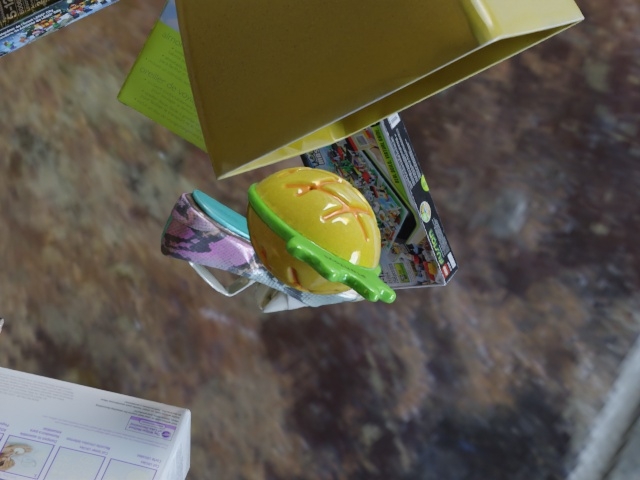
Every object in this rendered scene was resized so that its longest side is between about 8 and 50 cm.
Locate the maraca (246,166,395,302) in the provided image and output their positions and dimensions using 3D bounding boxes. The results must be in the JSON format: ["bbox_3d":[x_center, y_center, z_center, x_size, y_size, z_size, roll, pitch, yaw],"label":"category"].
[{"bbox_3d":[0.000,0.000,1.512,0.127,0.185,0.099,23,105,-25],"label":"maraca"}]

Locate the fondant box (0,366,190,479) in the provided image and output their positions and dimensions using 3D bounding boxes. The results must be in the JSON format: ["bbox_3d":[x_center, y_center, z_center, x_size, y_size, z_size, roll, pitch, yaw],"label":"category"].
[{"bbox_3d":[-0.293,0.290,1.867,0.238,0.330,0.096,12,130,8],"label":"fondant box"}]

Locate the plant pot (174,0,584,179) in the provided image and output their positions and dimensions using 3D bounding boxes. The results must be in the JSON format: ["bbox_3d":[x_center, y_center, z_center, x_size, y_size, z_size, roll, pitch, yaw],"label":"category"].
[{"bbox_3d":[0.018,-0.178,1.205,0.212,0.212,0.187,-26,89,25],"label":"plant pot"}]

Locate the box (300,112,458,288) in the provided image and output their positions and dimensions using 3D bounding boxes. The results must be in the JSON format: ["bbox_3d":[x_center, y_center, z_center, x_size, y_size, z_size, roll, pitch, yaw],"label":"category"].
[{"bbox_3d":[0.054,-0.046,1.851,0.114,0.036,0.207,-6,117,35],"label":"box"}]

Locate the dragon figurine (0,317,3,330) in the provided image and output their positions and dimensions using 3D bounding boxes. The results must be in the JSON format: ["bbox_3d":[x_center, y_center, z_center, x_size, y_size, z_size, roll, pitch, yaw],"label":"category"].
[{"bbox_3d":[-0.292,0.102,1.250,0.085,0.144,0.289,4,95,-35],"label":"dragon figurine"}]

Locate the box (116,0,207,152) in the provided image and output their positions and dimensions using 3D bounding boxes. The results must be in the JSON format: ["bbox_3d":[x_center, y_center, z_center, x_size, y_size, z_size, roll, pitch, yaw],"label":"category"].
[{"bbox_3d":[-0.079,-0.161,1.462,0.109,0.042,0.178,31,122,-3],"label":"box"}]

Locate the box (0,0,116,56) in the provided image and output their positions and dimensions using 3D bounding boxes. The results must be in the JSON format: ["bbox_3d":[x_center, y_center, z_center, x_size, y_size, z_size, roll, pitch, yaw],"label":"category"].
[{"bbox_3d":[-0.281,-0.306,1.732,0.159,0.044,0.233,-23,66,13],"label":"box"}]

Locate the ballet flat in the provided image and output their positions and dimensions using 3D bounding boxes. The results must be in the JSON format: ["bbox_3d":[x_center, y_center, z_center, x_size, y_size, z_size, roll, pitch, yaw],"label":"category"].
[{"bbox_3d":[-0.056,0.023,1.693,0.221,0.077,0.079,24,112,-33],"label":"ballet flat"}]
